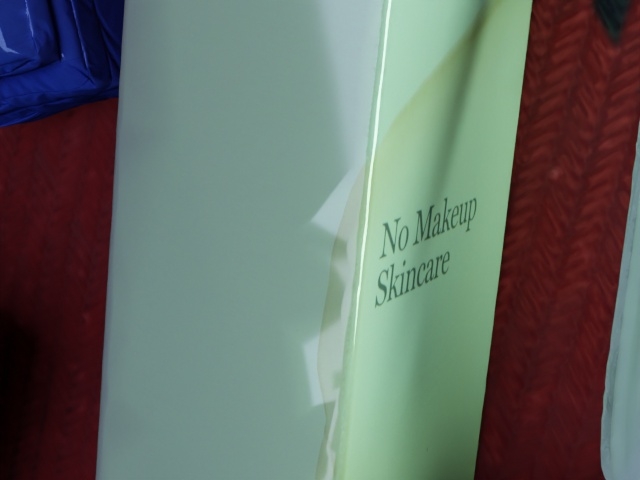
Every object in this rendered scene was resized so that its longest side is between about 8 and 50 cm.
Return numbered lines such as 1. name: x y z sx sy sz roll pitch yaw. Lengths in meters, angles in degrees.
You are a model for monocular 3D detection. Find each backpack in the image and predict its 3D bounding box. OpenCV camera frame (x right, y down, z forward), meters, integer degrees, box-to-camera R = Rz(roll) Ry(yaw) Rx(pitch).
1. backpack: -0.155 -0.105 0.692 0.120 0.101 0.098 -11 88 32

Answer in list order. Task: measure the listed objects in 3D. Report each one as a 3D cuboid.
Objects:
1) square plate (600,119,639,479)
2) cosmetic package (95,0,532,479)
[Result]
1. square plate: 0.264 -0.075 0.444 0.347 0.049 0.344 3 82 27
2. cosmetic package: 0.000 0.000 0.598 0.113 0.160 0.309 13 106 24
